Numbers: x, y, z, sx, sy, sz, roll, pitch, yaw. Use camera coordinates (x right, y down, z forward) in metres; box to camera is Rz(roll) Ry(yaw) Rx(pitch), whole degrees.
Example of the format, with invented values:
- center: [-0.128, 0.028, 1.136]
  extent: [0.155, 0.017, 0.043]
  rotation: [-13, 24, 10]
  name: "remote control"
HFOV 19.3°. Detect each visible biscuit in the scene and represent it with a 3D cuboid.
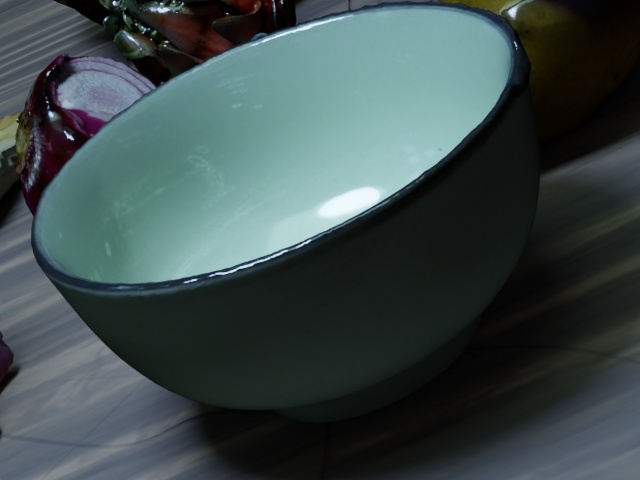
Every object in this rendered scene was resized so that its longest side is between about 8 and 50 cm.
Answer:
- center: [-0.325, -0.064, 1.813]
  extent: [0.118, 0.061, 0.183]
  rotation: [-9, 29, 31]
  name: "biscuit"

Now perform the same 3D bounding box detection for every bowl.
- center: [0.000, 0.000, 1.289]
  extent: [0.353, 0.185, 0.354]
  rotation: [-19, 28, 11]
  name: "bowl"

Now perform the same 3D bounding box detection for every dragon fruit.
- center: [-0.109, -0.200, 1.755]
  extent: [0.182, 0.182, 0.188]
  rotation: [6, 32, 45]
  name: "dragon fruit"

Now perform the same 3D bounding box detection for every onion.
- center: [-0.172, -0.063, 1.636]
  extent: [0.135, 0.198, 0.173]
  rotation: [-54, 28, 37]
  name: "onion"

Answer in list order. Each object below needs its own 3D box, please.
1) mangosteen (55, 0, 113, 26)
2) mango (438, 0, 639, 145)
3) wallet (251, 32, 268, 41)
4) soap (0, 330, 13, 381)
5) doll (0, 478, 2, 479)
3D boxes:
- center: [-0.167, -0.359, 1.956]
  extent: [0.330, 0.330, 0.330]
  rotation: [-19, 27, 11]
  name: "mangosteen"
- center: [0.180, -0.186, 1.509]
  extent: [0.201, 0.153, 0.287]
  rotation: [0, 36, 31]
  name: "mango"
- center: [-0.041, -0.090, 1.586]
  extent: [0.141, 0.059, 0.202]
  rotation: [20, 45, 14]
  name: "wallet"
- center: [-0.416, 0.020, 1.407]
  extent: [0.233, 0.360, 0.128]
  rotation: [-18, 29, 14]
  name: "soap"
- center: [-0.218, 0.196, 1.257]
  extent: [0.162, 0.062, 0.106]
  rotation: [5, 34, 46]
  name: "doll"
